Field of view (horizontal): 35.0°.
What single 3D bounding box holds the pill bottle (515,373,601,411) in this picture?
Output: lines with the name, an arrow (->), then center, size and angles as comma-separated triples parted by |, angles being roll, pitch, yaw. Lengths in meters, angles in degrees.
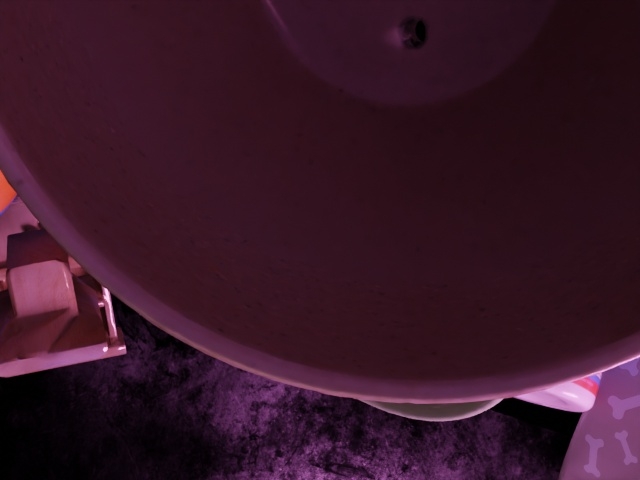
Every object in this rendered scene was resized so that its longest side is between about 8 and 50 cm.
pill bottle -> 0.233, 0.046, 0.998 | 0.124, 0.222, 0.124 | 18, 167, 4

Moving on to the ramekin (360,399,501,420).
ramekin -> 0.072, -0.009, 0.872 | 0.303, 0.148, 0.303 | 25, 137, 26

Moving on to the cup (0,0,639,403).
cup -> 0.039, -0.129, 0.429 | 0.331, 0.331, 0.237 | 19, -167, -2

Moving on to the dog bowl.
dog bowl -> 0.371, 0.169, 1.110 | 0.102, 0.349, 0.349 | 25, 171, 23

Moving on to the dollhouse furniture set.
dollhouse furniture set -> -0.332, 0.098, 1.256 | 0.362, 0.257, 0.394 | -11, -159, -13

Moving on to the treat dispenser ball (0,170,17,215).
treat dispenser ball -> -0.456, -0.123, 1.092 | 0.288, 0.288, 0.288 | 17, 167, 4
